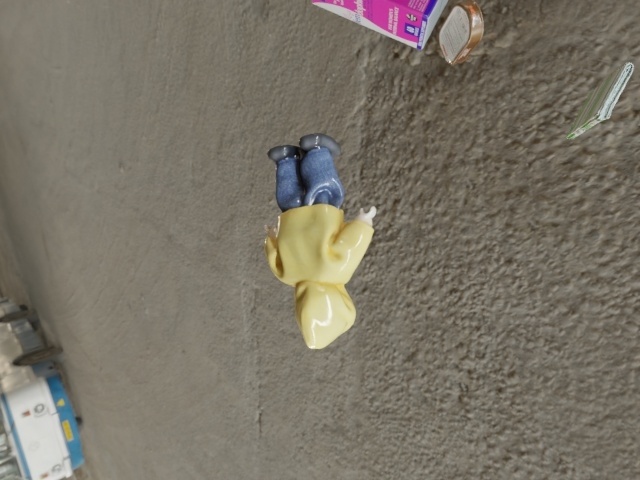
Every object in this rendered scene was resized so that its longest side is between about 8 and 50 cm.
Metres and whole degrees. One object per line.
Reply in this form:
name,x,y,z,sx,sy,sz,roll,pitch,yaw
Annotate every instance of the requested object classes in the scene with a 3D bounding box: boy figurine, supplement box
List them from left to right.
boy figurine,0.000,0.000,0.611,0.177,0.092,0.285,-15,78,29
supplement box,0.098,-0.428,0.735,0.220,0.111,0.114,28,92,8

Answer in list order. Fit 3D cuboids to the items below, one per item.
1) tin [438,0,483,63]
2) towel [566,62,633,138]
tin,0.346,-0.516,1.109,0.189,0.040,0.106,123,131,-85
towel,0.535,-0.261,0.855,0.023,0.152,0.113,29,93,10
